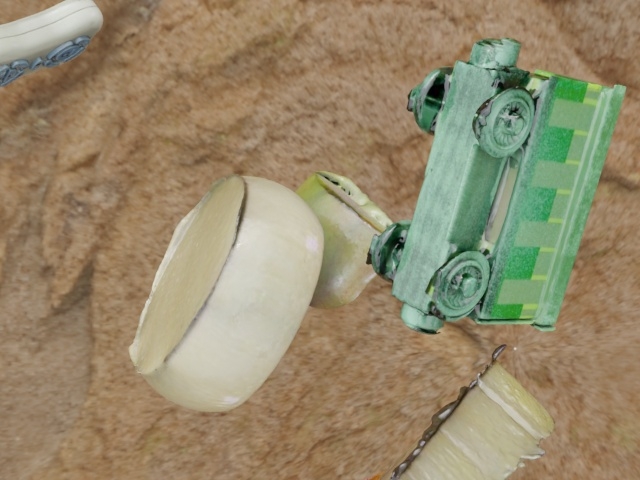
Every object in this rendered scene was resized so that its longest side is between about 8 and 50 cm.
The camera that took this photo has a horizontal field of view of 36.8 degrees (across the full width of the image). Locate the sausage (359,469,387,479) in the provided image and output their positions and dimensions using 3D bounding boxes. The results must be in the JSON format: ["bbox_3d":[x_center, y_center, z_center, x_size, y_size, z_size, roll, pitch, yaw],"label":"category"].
[{"bbox_3d":[0.049,0.223,0.853,0.031,0.107,0.031,9,66,-22],"label":"sausage"}]

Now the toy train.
[{"bbox_3d":[0.173,-0.048,0.961,0.120,0.202,0.300,31,114,51],"label":"toy train"}]

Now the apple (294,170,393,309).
[{"bbox_3d":[0.000,0.000,1.486,0.120,0.265,0.193,30,103,-31],"label":"apple"}]

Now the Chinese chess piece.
[{"bbox_3d":[-0.132,0.071,1.345,0.140,0.338,0.338,27,89,-22],"label":"Chinese chess piece"}]

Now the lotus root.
[{"bbox_3d":[0.071,0.183,0.686,0.074,0.261,0.170,46,132,10],"label":"lotus root"}]

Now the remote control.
[{"bbox_3d":[-0.224,-0.146,0.734,0.122,0.074,0.032,-32,92,-36],"label":"remote control"}]
